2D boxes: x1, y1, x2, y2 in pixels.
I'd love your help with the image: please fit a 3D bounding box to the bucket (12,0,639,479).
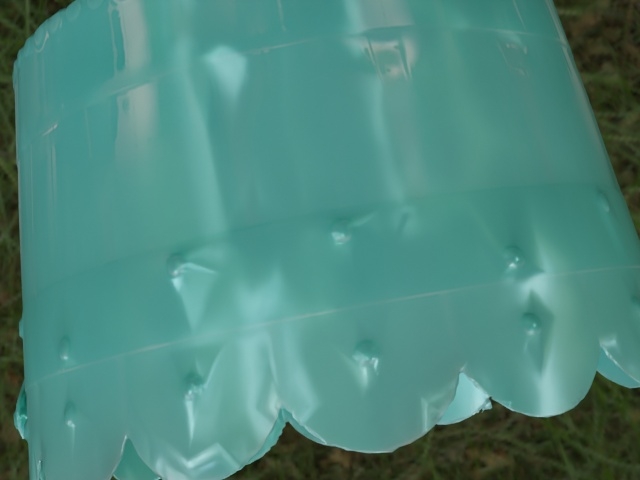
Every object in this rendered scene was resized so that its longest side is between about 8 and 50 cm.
[{"bbox_3d":[0.000,0.000,0.489,0.281,0.183,0.281,-10,170,-2],"label":"bucket"}]
